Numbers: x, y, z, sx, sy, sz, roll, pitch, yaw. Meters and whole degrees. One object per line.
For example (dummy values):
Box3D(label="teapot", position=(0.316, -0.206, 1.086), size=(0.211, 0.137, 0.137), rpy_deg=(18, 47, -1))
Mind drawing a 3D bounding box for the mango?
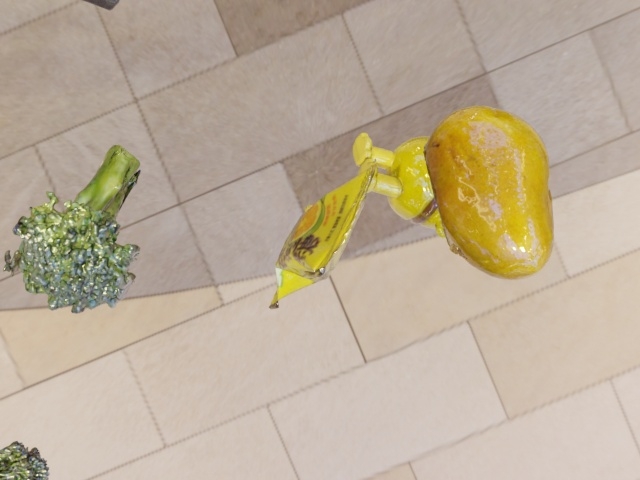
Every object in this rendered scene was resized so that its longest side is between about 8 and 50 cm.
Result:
Box3D(label="mango", position=(0.222, -0.061, 1.305), size=(0.167, 0.130, 0.262), rpy_deg=(-19, 57, 20))

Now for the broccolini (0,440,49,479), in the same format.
Box3D(label="broccolini", position=(-0.440, 0.304, 1.246), size=(0.202, 0.068, 0.091), rpy_deg=(-6, 82, -11))

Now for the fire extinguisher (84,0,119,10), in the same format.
Box3D(label="fire extinguisher", position=(-0.126, -0.250, 0.713), size=(0.089, 0.072, 0.268), rpy_deg=(33, 49, -24))

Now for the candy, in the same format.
Box3D(label="candy", position=(0.000, 0.000, 1.441), size=(0.081, 0.297, 0.187), rpy_deg=(30, 73, -11))

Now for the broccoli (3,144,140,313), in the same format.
Box3D(label="broccoli", position=(-0.341, -0.003, 1.495), size=(0.177, 0.275, 0.199), rpy_deg=(19, 122, 0))

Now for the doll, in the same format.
Box3D(label="doll", position=(0.215, -0.073, 1.641), size=(0.362, 0.145, 0.200), rpy_deg=(14, 52, -27))
